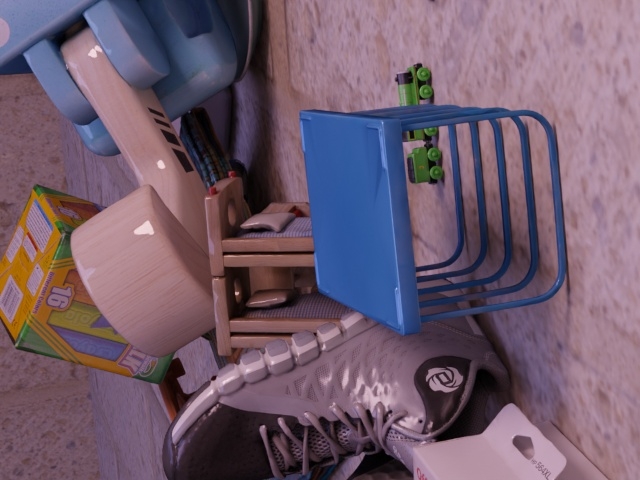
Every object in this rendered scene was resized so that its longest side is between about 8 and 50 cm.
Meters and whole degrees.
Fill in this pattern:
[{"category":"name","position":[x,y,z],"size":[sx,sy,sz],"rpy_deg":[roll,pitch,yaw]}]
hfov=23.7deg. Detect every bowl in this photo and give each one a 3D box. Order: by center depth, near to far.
[{"category":"bowl","position":[-0.134,-0.153,1.668],"size":[0.142,0.053,0.142],"rpy_deg":[96,159,-46]}]

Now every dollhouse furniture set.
[{"category":"dollhouse furniture set","position":[0.000,0.000,1.194],"size":[0.184,0.129,0.129],"rpy_deg":[-50,-42,-70]}]

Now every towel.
[{"category":"towel","position":[-0.079,0.084,1.518],"size":[0.271,0.040,0.370],"rpy_deg":[113,137,-62]}]

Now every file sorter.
[{"category":"file sorter","position":[0.063,-0.023,0.909],"size":[0.170,0.104,0.118],"rpy_deg":[-157,60,-73]}]

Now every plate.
[{"category":"plate","position":[-0.083,-0.248,1.483],"size":[0.188,0.024,0.188],"rpy_deg":[171,90,-74]}]

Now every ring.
[{"category":"ring","position":[-0.113,0.271,1.716],"size":[0.336,0.032,0.337],"rpy_deg":[156,90,-86]}]

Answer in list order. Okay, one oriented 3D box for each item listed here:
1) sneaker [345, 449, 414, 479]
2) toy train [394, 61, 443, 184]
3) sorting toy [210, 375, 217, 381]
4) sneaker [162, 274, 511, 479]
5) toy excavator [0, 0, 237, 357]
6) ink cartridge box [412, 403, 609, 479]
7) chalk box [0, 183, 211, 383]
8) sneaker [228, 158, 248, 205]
[{"category":"sneaker","position":[0.046,0.226,1.008],"size":[0.226,0.086,0.163],"rpy_deg":[-44,-42,-57]},{"category":"toy train","position":[0.065,-0.078,1.026],"size":[0.017,0.023,0.083],"rpy_deg":[-177,79,-75]},{"category":"sorting toy","position":[-0.104,0.178,1.669],"size":[0.102,0.042,0.061],"rpy_deg":[43,-154,-53]},{"category":"sneaker","position":[0.017,0.119,0.957],"size":[0.132,0.228,0.086],"rpy_deg":[54,172,44]},{"category":"toy excavator","position":[-0.171,-0.141,1.357],"size":[0.445,0.222,0.433],"rpy_deg":[58,-165,-1]},{"category":"ink cartridge box","position":[0.109,0.175,0.876],"size":[0.092,0.089,0.143],"rpy_deg":[-135,39,-66]},{"category":"chalk box","position":[-0.205,0.051,1.543],"size":[0.132,0.213,0.132],"rpy_deg":[-65,32,12]},{"category":"sneaker","position":[-0.090,-0.028,1.599],"size":[0.058,0.052,0.135],"rpy_deg":[54,156,35]}]
